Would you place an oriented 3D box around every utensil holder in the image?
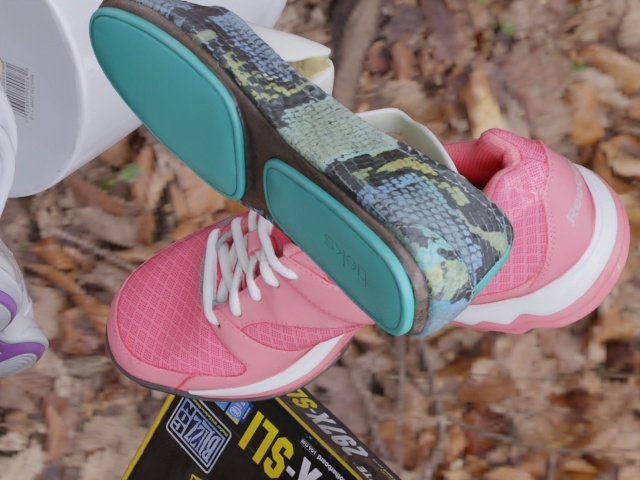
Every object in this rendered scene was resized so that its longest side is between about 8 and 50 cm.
[{"bbox_3d":[-0.263,-0.265,1.649,0.327,0.328,0.385,59,41,-12],"label":"utensil holder"}]

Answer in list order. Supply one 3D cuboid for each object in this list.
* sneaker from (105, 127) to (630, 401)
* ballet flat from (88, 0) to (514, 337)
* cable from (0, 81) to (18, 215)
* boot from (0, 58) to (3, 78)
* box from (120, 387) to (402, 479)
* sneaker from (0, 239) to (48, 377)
[{"bbox_3d":[0.000,-0.001,0.850,0.136,0.314,0.116,40,41,-53],"label":"sneaker"},{"bbox_3d":[-0.006,-0.036,0.551,0.070,0.070,0.188,-31,58,-26],"label":"ballet flat"},{"bbox_3d":[-0.289,-0.026,0.833,0.257,0.257,0.089,-21,58,-35],"label":"cable"},{"bbox_3d":[-0.215,-0.012,0.540,0.213,0.077,0.165,6,75,-34],"label":"boot"},{"bbox_3d":[-0.057,0.287,1.576,0.079,0.322,0.257,10,116,-53],"label":"box"},{"bbox_3d":[-0.370,0.046,1.615,0.114,0.305,0.152,-21,73,-8],"label":"sneaker"}]
